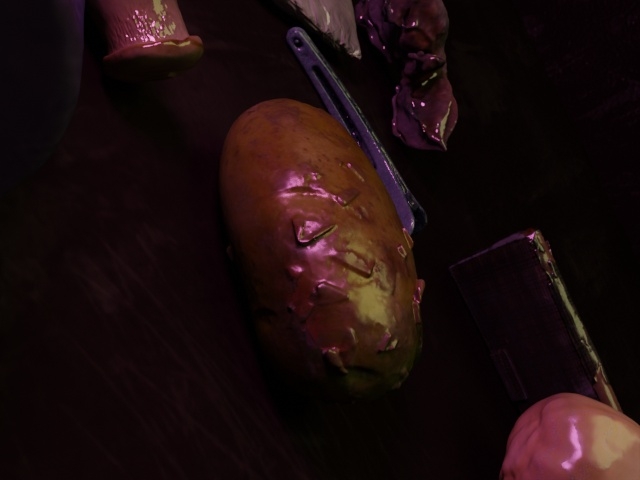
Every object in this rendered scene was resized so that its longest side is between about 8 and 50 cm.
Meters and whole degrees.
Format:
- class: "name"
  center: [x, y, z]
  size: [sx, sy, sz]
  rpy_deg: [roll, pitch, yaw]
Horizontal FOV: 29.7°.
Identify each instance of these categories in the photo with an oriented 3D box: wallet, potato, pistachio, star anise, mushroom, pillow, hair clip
- class: "wallet"
  center: [0.278, 0.147, 1.478]
  size: [0.044, 0.169, 0.317]
  rpy_deg: [-23, 86, -32]
- class: "potato"
  center: [0.000, 0.000, 1.023]
  size: [0.176, 0.141, 0.298]
  rpy_deg: [32, 38, -57]
- class: "pistachio"
  center: [0.304, 0.293, 1.329]
  size: [0.299, 0.188, 0.187]
  rpy_deg: [56, 22, -31]
- class: "star anise"
  center: [0.119, -0.246, 1.614]
  size: [0.198, 0.111, 0.257]
  rpy_deg: [-136, -147, -81]
- class: "mushroom"
  center: [-0.173, -0.243, 0.969]
  size: [0.096, 0.108, 0.247]
  rpy_deg: [-18, 77, -27]
- class: "pillow"
  center: [-0.023, -0.307, 1.439]
  size: [0.229, 0.051, 0.128]
  rpy_deg: [29, 38, -53]
- class: "hair clip"
  center: [0.035, -0.122, 1.389]
  size: [0.275, 0.048, 0.083]
  rpy_deg: [59, 23, 3]

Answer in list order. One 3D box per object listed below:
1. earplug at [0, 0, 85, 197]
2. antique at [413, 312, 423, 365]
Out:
- class: "earplug"
  center: [-0.228, -0.224, 0.696]
  size: [0.215, 0.215, 0.456]
  rpy_deg: [48, 22, -34]
- class: "antique"
  center: [0.029, 0.027, 1.145]
  size: [0.080, 0.081, 0.220]
  rpy_deg: [11, 56, -61]
